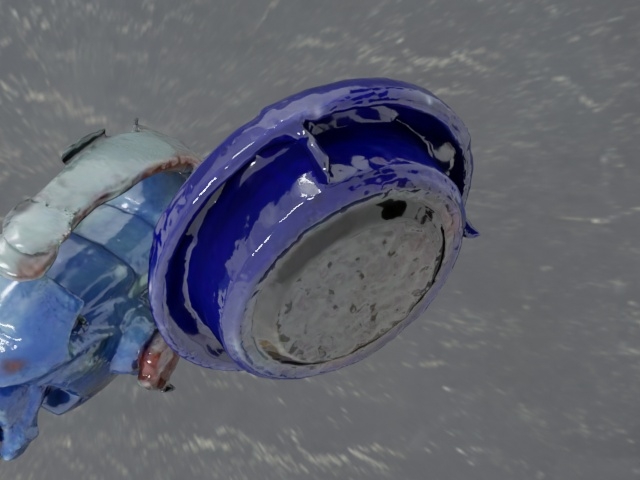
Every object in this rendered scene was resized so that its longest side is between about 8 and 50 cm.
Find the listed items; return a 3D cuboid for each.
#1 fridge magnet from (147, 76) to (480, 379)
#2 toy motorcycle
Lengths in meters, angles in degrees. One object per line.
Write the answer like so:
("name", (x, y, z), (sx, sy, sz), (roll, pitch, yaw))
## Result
("fridge magnet", (0.000, 0.000, 1.233), (0.265, 0.265, 0.113), (-33, 55, -6))
("toy motorcycle", (-0.210, 0.027, 1.397), (0.319, 0.182, 0.241), (-50, 135, -42))
